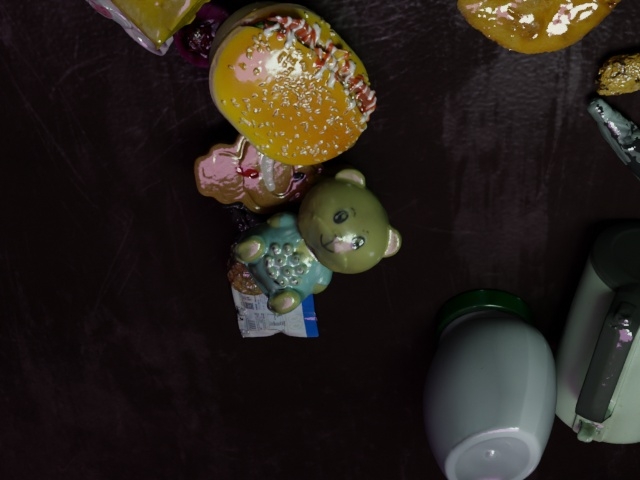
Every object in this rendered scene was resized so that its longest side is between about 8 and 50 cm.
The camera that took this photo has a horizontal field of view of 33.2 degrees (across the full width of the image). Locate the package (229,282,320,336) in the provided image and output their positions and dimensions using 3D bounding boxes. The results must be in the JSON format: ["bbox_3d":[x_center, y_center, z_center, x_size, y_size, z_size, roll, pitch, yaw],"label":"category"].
[{"bbox_3d":[-0.093,0.141,2.219,0.173,0.027,0.171,-2,128,6],"label":"package"}]

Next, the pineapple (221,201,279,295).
[{"bbox_3d":[-0.129,-0.008,2.040,0.119,0.111,0.237,-7,127,-15],"label":"pineapple"}]

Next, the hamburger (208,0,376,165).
[{"bbox_3d":[-0.050,-0.251,1.738,0.227,0.151,0.295,-44,132,7],"label":"hamburger"}]

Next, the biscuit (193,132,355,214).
[{"bbox_3d":[-0.076,-0.130,1.908,0.295,0.044,0.186,-11,116,-4],"label":"biscuit"}]

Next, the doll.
[{"bbox_3d":[0.000,0.000,1.890,0.261,0.161,0.177,-31,95,19],"label":"doll"}]

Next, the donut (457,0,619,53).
[{"bbox_3d":[0.338,-0.427,1.616,0.278,0.108,0.277,3,131,3],"label":"donut"}]

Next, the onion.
[{"bbox_3d":[-0.189,-0.337,1.753,0.115,0.104,0.115,2,109,7],"label":"onion"}]

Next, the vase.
[{"bbox_3d":[0.529,-0.173,1.854,0.060,0.060,0.211,-33,121,30],"label":"vase"}]

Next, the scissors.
[{"bbox_3d":[-0.348,-0.386,1.749,0.242,0.030,0.118,35,168,-12],"label":"scissors"}]

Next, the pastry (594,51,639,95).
[{"bbox_3d":[0.529,-0.279,1.767,0.140,0.056,0.080,-5,138,1],"label":"pastry"}]

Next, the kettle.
[{"bbox_3d":[0.555,0.198,1.995,0.250,0.361,0.376,25,134,23],"label":"kettle"}]

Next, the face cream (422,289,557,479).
[{"bbox_3d":[0.325,0.288,2.085,0.220,0.357,0.312,25,129,-16],"label":"face cream"}]

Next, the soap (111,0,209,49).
[{"bbox_3d":[-0.247,-0.473,1.577,0.281,0.143,0.259,44,115,-7],"label":"soap"}]
